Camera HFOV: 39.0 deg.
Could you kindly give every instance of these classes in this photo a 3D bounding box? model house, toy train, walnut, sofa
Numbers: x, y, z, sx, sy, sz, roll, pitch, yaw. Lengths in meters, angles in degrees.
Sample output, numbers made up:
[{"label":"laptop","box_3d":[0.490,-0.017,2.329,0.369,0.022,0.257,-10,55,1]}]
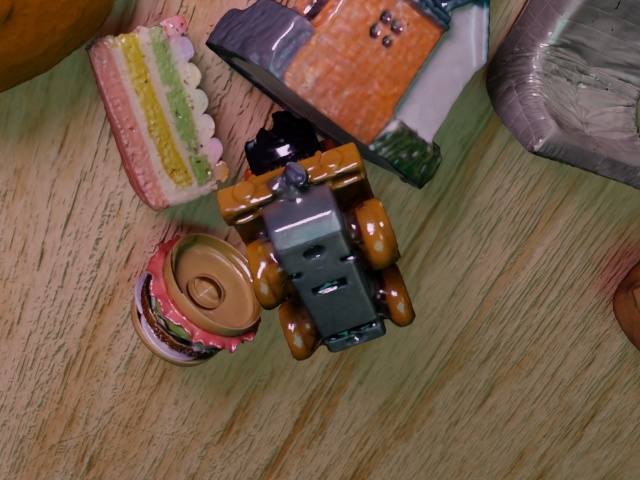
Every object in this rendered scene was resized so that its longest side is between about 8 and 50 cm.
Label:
[{"label":"model house","box_3d":[0.072,-0.246,0.990,0.271,0.190,0.301,33,97,-33]},{"label":"toy train","box_3d":[0.000,0.000,1.078,0.163,0.231,0.369,-21,146,3]},{"label":"walnut","box_3d":[0.580,0.112,1.434,0.298,0.203,0.203,22,119,-31]},{"label":"sofa","box_3d":[0.343,-0.208,1.085,0.210,0.176,0.225,16,122,-29]}]

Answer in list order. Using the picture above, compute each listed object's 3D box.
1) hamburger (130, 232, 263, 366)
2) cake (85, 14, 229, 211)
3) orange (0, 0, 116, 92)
[{"label":"hamburger","box_3d":[-0.168,0.084,1.175,0.175,0.175,0.137,23,132,-33]},{"label":"cake","box_3d":[-0.173,-0.131,1.000,0.109,0.090,0.225,-24,142,-16]},{"label":"orange","box_3d":[-0.339,-0.250,0.833,0.335,0.196,0.262,-20,146,-12]}]
